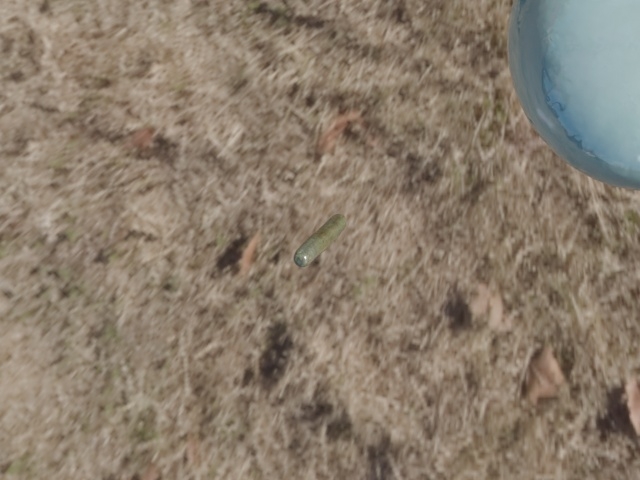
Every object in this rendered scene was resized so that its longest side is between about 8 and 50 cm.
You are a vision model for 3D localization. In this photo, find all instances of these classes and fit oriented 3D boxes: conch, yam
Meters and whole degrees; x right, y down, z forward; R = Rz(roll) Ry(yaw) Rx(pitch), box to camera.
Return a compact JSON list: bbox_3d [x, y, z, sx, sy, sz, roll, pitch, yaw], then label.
[{"bbox_3d":[0.208,-0.130,0.777,0.185,0.221,0.121,18,145,-8],"label":"conch"},{"bbox_3d":[0.000,0.000,1.246,0.021,0.116,0.021,7,112,17],"label":"yam"}]
